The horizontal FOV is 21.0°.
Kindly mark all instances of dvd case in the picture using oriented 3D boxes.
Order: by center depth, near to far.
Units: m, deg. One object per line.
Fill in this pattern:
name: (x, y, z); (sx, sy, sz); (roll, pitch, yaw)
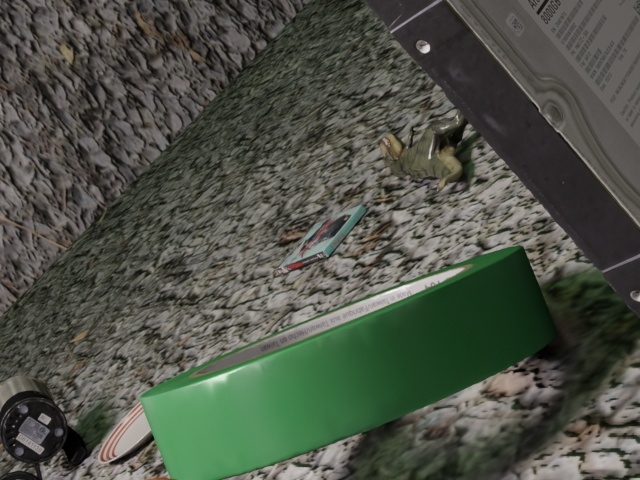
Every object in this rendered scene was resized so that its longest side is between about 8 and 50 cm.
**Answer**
dvd case: (0.000, 0.000, 2.139); (0.087, 0.013, 0.119); (-50, 14, -29)

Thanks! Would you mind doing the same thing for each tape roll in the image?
tape roll: (0.021, 0.096, 1.339); (0.321, 0.077, 0.321); (-22, 1, 0)

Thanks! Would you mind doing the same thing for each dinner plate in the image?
dinner plate: (-0.209, 0.217, 2.056); (0.141, 0.017, 0.141); (-41, 12, 11)

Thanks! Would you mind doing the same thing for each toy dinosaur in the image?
toy dinosaur: (0.140, -0.114, 1.984); (0.118, 0.064, 0.268); (-58, 13, 0)

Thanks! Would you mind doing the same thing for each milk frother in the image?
milk frother: (-0.380, 0.260, 2.182); (0.143, 0.129, 0.135); (-38, 16, -8)

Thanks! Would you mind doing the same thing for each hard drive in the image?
hard drive: (0.194, -0.130, 1.235); (0.064, 0.339, 0.237); (-30, 17, 45)

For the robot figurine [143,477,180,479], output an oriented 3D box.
robot figurine: (-0.081, 0.245, 1.208); (0.219, 0.158, 0.128); (20, 92, 32)
